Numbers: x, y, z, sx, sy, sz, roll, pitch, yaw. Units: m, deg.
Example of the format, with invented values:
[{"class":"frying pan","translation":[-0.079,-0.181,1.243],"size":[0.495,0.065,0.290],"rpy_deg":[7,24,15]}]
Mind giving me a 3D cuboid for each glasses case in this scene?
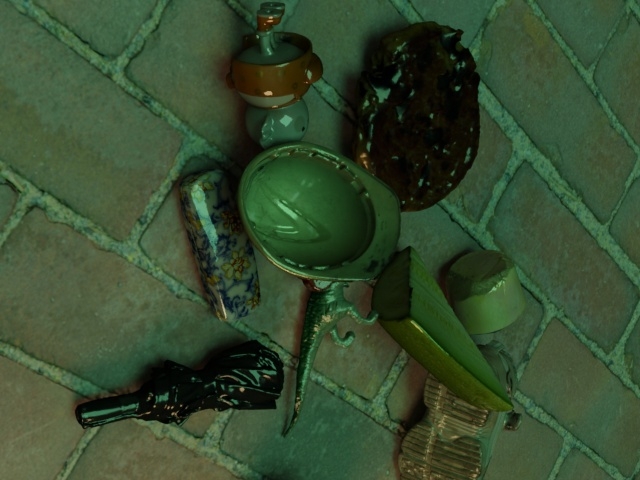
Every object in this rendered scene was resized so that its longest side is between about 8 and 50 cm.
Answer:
[{"class":"glasses case","translation":[-0.153,0.009,1.424],"size":[0.087,0.065,0.248],"rpy_deg":[-26,116,-29]}]

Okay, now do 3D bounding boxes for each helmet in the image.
[{"class":"helmet","translation":[-0.020,-0.031,1.413],"size":[0.257,0.137,0.204],"rpy_deg":[24,72,-13]}]

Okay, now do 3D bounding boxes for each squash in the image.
[{"class":"squash","translation":[0.215,0.177,1.665],"size":[0.111,0.203,0.288],"rpy_deg":[-36,119,29]}]

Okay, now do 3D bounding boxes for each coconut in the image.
[{"class":"coconut","translation":[0.317,0.108,1.764],"size":[0.147,0.147,0.153],"rpy_deg":[-35,123,-25]}]

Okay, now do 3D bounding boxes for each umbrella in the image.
[{"class":"umbrella","translation":[-0.210,0.236,1.433],"size":[0.340,0.118,0.118],"rpy_deg":[-10,108,-29]}]

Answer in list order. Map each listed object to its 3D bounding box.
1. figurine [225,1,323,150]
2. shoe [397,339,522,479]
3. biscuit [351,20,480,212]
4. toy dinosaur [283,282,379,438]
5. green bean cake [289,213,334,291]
[{"class":"figurine","translation":[-0.077,-0.222,1.391],"size":[0.143,0.143,0.271],"rpy_deg":[-11,134,-35]},{"class":"shoe","translation":[0.289,0.363,1.798],"size":[0.198,0.171,0.351],"rpy_deg":[-16,127,-54]},{"class":"biscuit","translation":[0.161,-0.211,1.597],"size":[0.289,0.081,0.334],"rpy_deg":[-15,115,-34]},{"class":"toy dinosaur","translation":[0.028,0.168,1.592],"size":[0.129,0.076,0.383],"rpy_deg":[7,92,-10]},{"class":"green bean cake","translation":[0.000,0.000,1.520],"size":[0.135,0.056,0.135],"rpy_deg":[-40,97,-15]}]
